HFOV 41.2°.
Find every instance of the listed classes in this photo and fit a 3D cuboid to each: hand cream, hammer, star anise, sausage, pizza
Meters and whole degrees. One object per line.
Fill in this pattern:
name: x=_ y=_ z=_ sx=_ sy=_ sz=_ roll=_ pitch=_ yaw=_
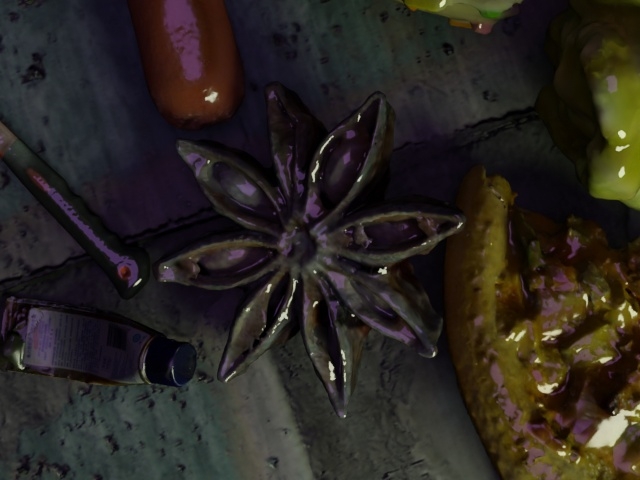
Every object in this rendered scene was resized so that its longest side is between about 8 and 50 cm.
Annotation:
hand cream: x=-0.175 y=0.083 z=0.659 sx=0.163 sy=0.039 sz=0.062 roll=8 pitch=93 yaw=19
hammer: x=-0.238 y=-0.068 z=0.667 sx=0.111 sy=0.033 sz=0.287 roll=-45 pitch=92 yaw=-3
star anise: x=0.000 y=-0.001 z=0.644 sx=0.223 sy=0.109 sz=0.235 roll=16 pitch=103 yaw=20
sausage: x=-0.110 y=-0.181 z=0.656 sx=0.077 sy=0.077 sz=0.194 roll=-13 pitch=93 yaw=-3
pizza: x=0.184 y=0.109 z=0.637 sx=0.258 sy=0.087 sz=0.268 roll=23 pitch=75 yaw=1

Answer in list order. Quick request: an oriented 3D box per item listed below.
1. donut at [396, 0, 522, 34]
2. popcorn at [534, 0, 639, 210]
donut: x=0.113 y=-0.334 z=0.599 sx=0.307 sy=0.150 sz=0.371 roll=42 pitch=88 yaw=19
popcorn: x=0.295 y=-0.127 z=0.571 sx=0.312 sy=0.312 sz=0.312 roll=0 pitch=89 yaw=-3
